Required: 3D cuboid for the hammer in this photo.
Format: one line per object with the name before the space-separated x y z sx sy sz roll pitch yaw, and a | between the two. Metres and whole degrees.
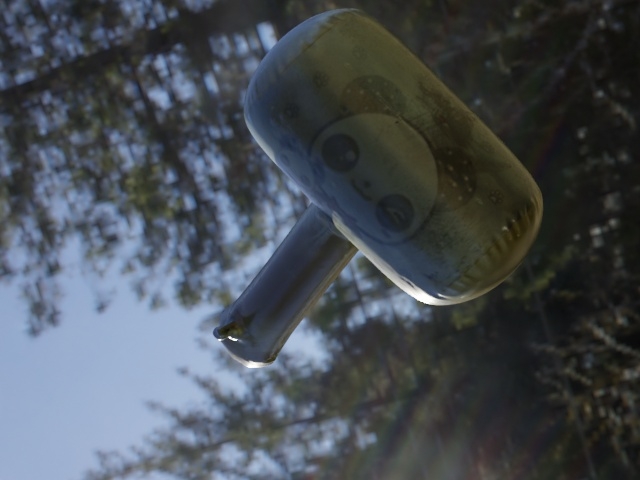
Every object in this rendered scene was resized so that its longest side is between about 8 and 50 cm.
hammer | 0.000 0.000 0.897 0.202 0.305 0.113 47 -134 5
